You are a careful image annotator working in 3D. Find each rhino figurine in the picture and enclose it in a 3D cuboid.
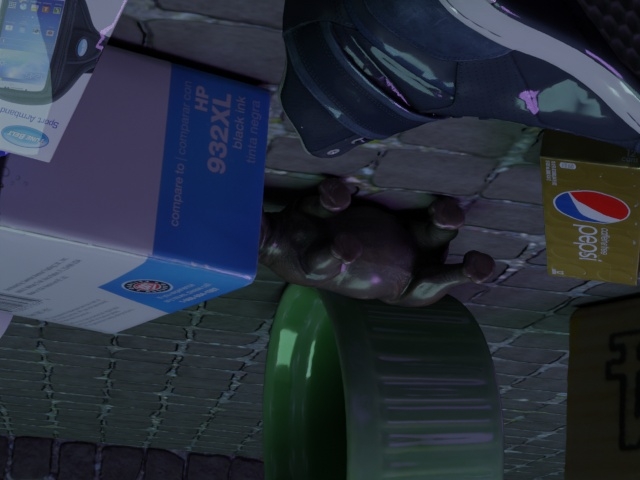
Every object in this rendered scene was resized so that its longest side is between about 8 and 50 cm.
[{"bbox_3d":[0.000,0.000,1.058,0.243,0.073,0.106,11,160,-17],"label":"rhino figurine"}]

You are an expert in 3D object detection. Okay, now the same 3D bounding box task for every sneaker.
[{"bbox_3d":[0.084,-0.081,0.696,0.226,0.086,0.163,25,148,-36],"label":"sneaker"}]

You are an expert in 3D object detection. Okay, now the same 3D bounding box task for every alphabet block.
[{"bbox_3d":[0.360,0.156,1.297,0.192,0.193,0.197,16,161,-31],"label":"alphabet block"}]

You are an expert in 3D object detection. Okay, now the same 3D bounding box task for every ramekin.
[{"bbox_3d":[0.052,0.182,1.298,0.148,0.303,0.303,1,166,-16],"label":"ramekin"}]

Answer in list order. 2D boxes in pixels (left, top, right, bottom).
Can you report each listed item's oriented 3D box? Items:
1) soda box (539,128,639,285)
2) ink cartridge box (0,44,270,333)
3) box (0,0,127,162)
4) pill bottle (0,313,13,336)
[{"bbox_3d":[0.171,-0.033,0.869,0.061,0.058,0.181,8,159,14],"label":"soda box"},{"bbox_3d":[-0.218,-0.043,0.855,0.307,0.129,0.223,13,163,-29],"label":"ink cartridge box"},{"bbox_3d":[-0.154,-0.094,0.700,0.081,0.028,0.136,13,122,-30],"label":"box"},{"bbox_3d":[-0.358,0.009,1.039,0.152,0.152,0.272,-7,161,35],"label":"pill bottle"}]
